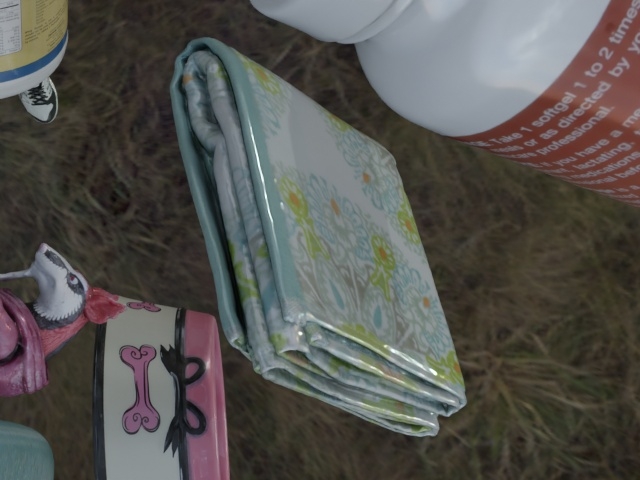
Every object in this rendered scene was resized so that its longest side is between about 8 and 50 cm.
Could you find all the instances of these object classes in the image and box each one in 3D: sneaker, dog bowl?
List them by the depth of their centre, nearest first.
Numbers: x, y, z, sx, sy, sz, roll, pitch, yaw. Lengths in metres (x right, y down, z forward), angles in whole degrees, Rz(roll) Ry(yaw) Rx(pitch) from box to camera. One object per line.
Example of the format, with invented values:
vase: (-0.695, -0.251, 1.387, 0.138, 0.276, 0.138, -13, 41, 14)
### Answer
sneaker: (-0.235, -0.129, 0.922, 0.032, 0.037, 0.083, -10, 125, -5)
dog bowl: (-0.204, 0.271, 1.523, 0.150, 0.408, 0.407, -3, 97, -3)

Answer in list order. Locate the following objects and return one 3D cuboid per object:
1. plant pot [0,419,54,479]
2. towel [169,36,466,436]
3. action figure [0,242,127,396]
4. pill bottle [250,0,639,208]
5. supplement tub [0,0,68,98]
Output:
plant pot: (-0.254, 0.194, 0.550, 0.247, 0.252, 0.247, 4, 84, 5)
towel: (0.000, 0.000, 1.144, 0.090, 0.374, 0.320, -30, 144, 24)
action figure: (-0.344, 0.093, 0.932, 0.370, 0.248, 0.275, -6, 69, -6)
pill bottle: (0.090, -0.080, 0.371, 0.216, 0.121, 0.121, 17, 90, -28)
supplement tub: (-0.249, -0.213, 0.787, 0.144, 0.144, 0.199, -5, 136, -18)
